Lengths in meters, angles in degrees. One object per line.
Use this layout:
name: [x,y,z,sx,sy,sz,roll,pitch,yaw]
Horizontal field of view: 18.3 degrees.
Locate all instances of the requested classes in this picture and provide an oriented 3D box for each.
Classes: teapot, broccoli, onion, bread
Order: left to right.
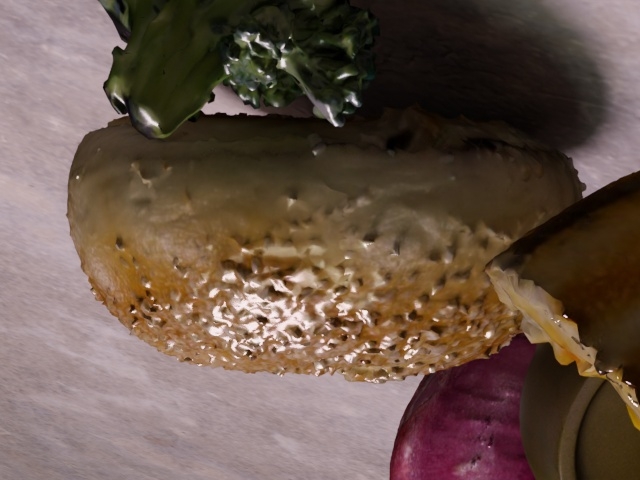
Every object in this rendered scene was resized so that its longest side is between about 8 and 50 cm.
broccoli: [-0.059,-0.115,1.015,0.167,0.160,0.154,50,149,-22]
bread: [0.000,0.000,1.157,0.305,0.158,0.305,3,180,0]
onion: [0.175,0.211,1.553,0.256,0.230,0.272,17,167,9]
teapot: [0.232,0.121,1.340,0.268,0.185,0.175,45,-174,-16]

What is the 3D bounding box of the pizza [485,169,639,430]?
pizza: [0.308,0.127,0.877,0.440,0.406,0.130,-7,165,6]
